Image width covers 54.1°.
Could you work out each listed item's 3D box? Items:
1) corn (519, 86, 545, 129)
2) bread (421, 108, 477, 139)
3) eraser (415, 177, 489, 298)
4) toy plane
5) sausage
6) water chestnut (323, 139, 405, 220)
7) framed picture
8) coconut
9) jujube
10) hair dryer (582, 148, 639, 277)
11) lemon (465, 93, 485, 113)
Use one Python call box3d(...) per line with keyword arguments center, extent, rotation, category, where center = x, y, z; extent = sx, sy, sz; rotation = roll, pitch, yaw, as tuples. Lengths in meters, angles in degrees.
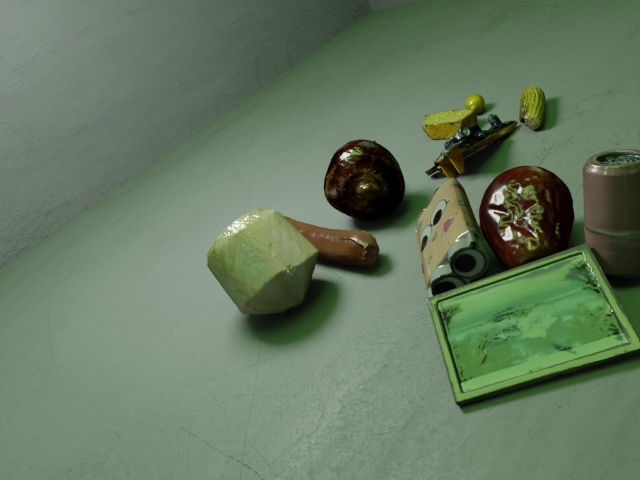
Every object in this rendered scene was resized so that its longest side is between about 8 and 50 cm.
box3d(center=(0.614, -0.384, 1.818), extent=(0.072, 0.072, 0.203), rotation=(-11, 32, 26), category="corn")
box3d(center=(0.400, -0.368, 1.975), extent=(0.187, 0.065, 0.103), rotation=(4, 42, 41), category="bread")
box3d(center=(0.284, -0.003, 1.374), extent=(0.291, 0.087, 0.171), rotation=(-87, 21, -59), category="eraser")
box3d(center=(0.442, -0.289, 1.764), extent=(0.316, 0.103, 0.204), rotation=(-37, -4, -27), category="toy plane")
box3d(center=(0.000, 0.000, 1.646), extent=(0.094, 0.094, 0.418), rotation=(-38, 30, -29), category="sausage")
box3d(center=(0.118, -0.165, 1.707), extent=(0.223, 0.224, 0.238), rotation=(-13, 33, 23), category="water chestnut")
box3d(center=(0.360, 0.145, 1.103), extent=(0.314, 0.024, 0.232), rotation=(-20, 46, 11), category="framed picture")
box3d(center=(-0.129, 0.065, 1.508), extent=(0.239, 0.244, 0.239), rotation=(-42, -8, -7), category="coconut")
box3d(center=(0.421, -0.033, 1.274), extent=(0.189, 0.190, 0.255), rotation=(-15, 39, 20), category="jujube")
box3d(center=(0.649, -0.084, 1.159), extent=(0.352, 0.211, 0.125), rotation=(-17, 21, -12), category="hair dryer")
box3d(center=(0.496, -0.437, 2.013), extent=(0.062, 0.062, 0.083), rotation=(-8, 37, 30), category="lemon")
